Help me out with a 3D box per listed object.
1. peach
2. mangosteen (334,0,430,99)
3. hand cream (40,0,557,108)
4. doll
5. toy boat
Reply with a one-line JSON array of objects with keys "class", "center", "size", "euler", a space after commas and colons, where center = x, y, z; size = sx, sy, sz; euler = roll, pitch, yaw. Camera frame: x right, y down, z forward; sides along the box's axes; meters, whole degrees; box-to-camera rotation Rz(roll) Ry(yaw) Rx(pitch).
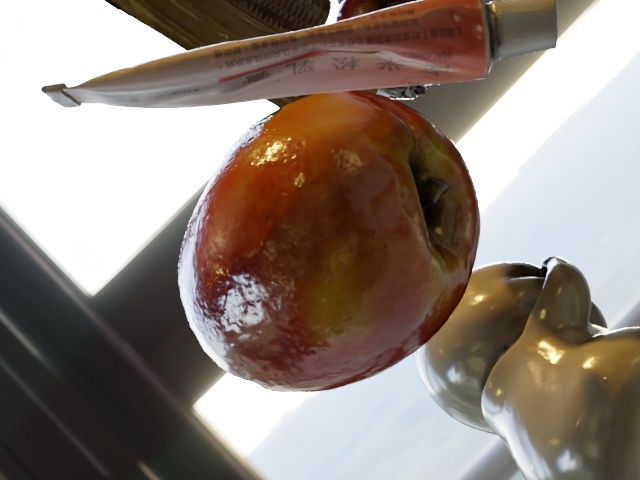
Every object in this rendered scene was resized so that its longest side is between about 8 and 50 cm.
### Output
[{"class": "peach", "center": [0.000, 0.000, 1.273], "size": [0.281, 0.281, 0.238], "euler": [-48, -35, 21]}, {"class": "mangosteen", "center": [0.085, -0.245, 1.542], "size": [0.166, 0.180, 0.166], "euler": [-23, -25, -12]}, {"class": "hand cream", "center": [-0.006, -0.076, 0.601], "size": [0.216, 0.038, 0.052], "euler": [-10, -30, -2]}, {"class": "doll", "center": [0.253, 0.149, 1.472], "size": [0.215, 0.370, 0.226], "euler": [22, -72, -43]}, {"class": "toy boat", "center": [-0.080, -0.221, 1.369], "size": [0.115, 0.310, 0.089], "euler": [-54, 18, 14]}]
